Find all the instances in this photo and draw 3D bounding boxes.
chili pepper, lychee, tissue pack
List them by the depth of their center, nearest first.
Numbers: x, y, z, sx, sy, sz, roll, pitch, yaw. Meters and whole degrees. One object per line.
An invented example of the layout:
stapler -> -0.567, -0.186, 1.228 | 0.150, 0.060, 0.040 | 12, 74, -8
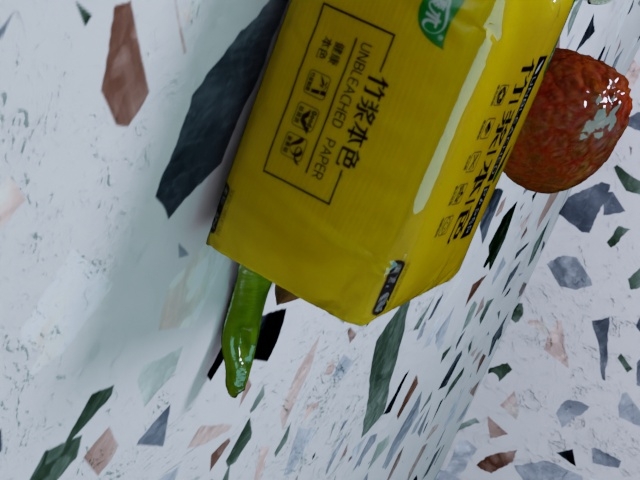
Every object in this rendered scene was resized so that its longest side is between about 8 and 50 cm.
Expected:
tissue pack -> 0.081, -0.140, 1.268 | 0.293, 0.228, 0.382 | -20, 134, -63
chili pepper -> -0.086, 0.089, 1.435 | 0.052, 0.050, 0.202 | -22, 137, -41
lychee -> 0.356, -0.197, 2.023 | 0.255, 0.300, 0.255 | 8, 81, -58

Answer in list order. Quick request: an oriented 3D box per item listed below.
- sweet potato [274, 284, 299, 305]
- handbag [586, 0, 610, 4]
sweet potato -> 0.000, 0.000, 1.541 | 0.068, 0.060, 0.206 | -28, -149, 54
handbag -> 0.405, -0.533, 1.723 | 0.237, 0.160, 0.358 | -68, 172, -45
